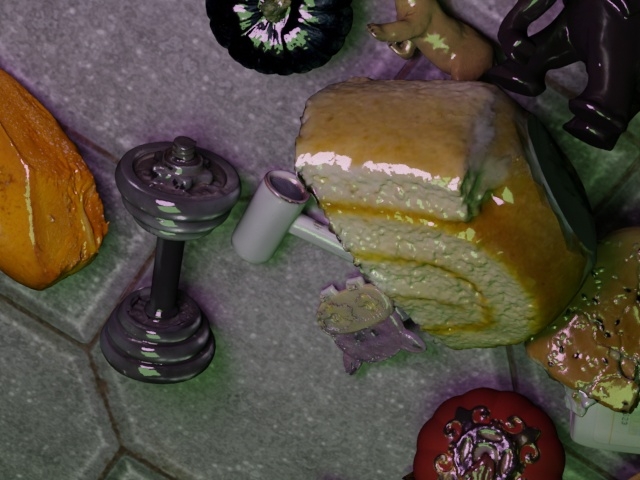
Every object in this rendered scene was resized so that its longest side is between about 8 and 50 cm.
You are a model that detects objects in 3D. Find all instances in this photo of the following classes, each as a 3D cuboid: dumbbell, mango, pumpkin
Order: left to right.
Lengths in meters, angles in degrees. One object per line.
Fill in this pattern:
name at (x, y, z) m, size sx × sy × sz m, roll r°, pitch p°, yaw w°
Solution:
mango at (-0.435, -0.092, 1.853) m, size 0.199 × 0.201 × 0.350 m, roll -30°, pitch 103°, yaw -3°
dumbbell at (-0.219, 0.035, 1.882) m, size 0.179 × 0.179 × 0.406 m, roll 14°, pitch 121°, yaw 3°
pumpkin at (-0.053, -0.304, 1.681) m, size 0.194 × 0.150 × 0.194 m, roll 18°, pitch 127°, yaw 26°

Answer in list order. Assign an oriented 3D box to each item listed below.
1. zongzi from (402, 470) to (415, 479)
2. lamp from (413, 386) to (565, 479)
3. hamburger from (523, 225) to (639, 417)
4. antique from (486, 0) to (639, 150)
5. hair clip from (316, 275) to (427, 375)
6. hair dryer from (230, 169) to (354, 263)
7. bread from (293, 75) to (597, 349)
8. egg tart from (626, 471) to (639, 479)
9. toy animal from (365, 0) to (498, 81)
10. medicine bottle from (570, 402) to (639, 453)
zongzi at (0.166, 0.372, 2.073) m, size 0.073 × 0.067 × 0.083 m, roll 3°, pitch 137°, yaw 2°
lamp at (0.249, 0.329, 1.936) m, size 0.227 × 0.227 × 0.227 m, roll 5°, pitch 120°, yaw 8°
hamburger at (0.387, 0.097, 1.753) m, size 0.192 × 0.167 × 0.288 m, roll 25°, pitch 86°, yaw 10°
antique at (0.368, -0.249, 1.576) m, size 0.322 × 0.185 × 0.255 m, roll 27°, pitch 91°, yaw -28°
hair clip at (0.078, 0.115, 1.943) m, size 0.187 × 0.056 × 0.146 m, roll -26°, pitch 105°, yaw 26°
hair dryer at (0.000, 0.000, 1.896) m, size 0.236 × 0.073 × 0.131 m, roll 23°, pitch 123°, yaw -13°
bread at (0.179, -0.060, 1.641) m, size 0.264 × 0.239 × 0.395 m, roll -14°, pitch 135°, yaw 34°
egg tart at (0.576, 0.425, 1.988) m, size 0.297 × 0.132 × 0.297 m, roll 13°, pitch 134°, yaw 14°
toy animal at (0.145, -0.267, 1.698) m, size 0.218 × 0.103 × 0.101 m, roll 39°, pitch 102°, yaw -9°
medicine bottle at (0.527, 0.223, 1.876) m, size 0.324 × 0.124 × 0.179 m, roll 6°, pitch 113°, yaw 10°
